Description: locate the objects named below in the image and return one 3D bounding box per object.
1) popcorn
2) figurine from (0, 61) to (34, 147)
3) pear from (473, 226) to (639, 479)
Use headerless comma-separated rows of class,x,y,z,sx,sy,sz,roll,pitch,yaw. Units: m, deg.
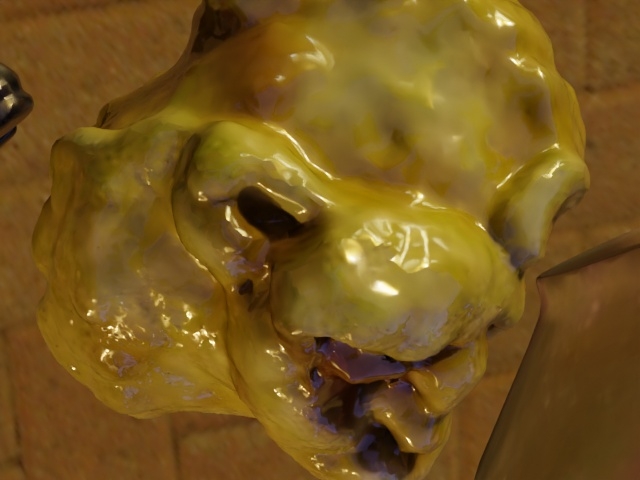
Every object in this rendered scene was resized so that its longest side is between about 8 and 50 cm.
popcorn,0.000,0.000,0.761,0.226,0.200,0.203,-27,76,-13
figurine,-0.288,-0.143,0.881,0.185,0.204,0.332,-42,108,-19
pear,0.155,0.089,0.362,0.271,0.271,0.271,-9,116,-19
